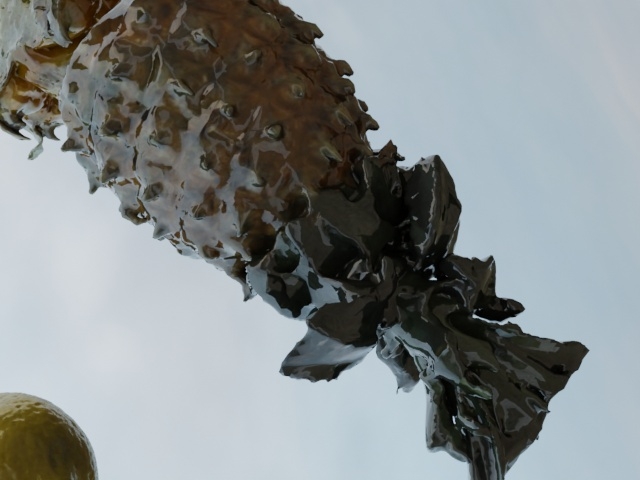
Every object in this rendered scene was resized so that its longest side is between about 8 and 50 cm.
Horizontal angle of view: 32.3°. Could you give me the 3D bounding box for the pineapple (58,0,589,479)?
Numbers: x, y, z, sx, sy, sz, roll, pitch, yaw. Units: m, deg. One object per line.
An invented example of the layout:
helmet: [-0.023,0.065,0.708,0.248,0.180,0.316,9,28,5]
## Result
pineapple: [0.000,0.000,0.573,0.310,0.141,0.170,46,-146,5]

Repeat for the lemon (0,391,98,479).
lemon: [-0.393,0.305,1.385,0.228,0.253,0.228,-4,-90,-67]

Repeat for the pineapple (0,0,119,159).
pineapple: [-0.194,-0.158,0.766,0.114,0.236,0.186,9,-103,-51]
